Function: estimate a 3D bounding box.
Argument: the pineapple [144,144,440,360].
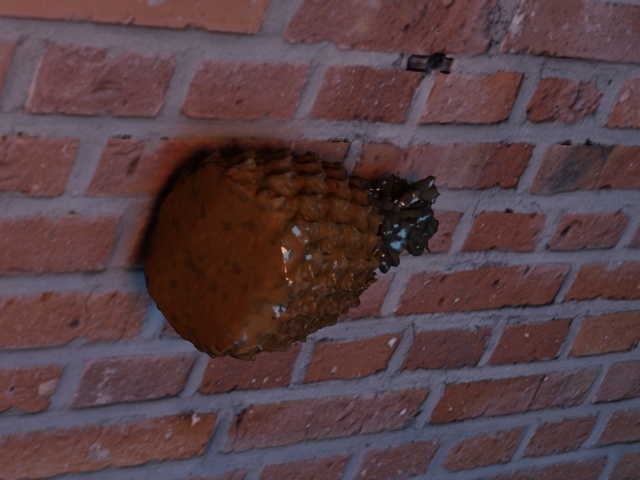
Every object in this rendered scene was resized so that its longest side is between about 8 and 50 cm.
[{"bbox_3d":[0.000,0.000,1.774,0.362,0.202,0.202,-9,129,-50],"label":"pineapple"}]
